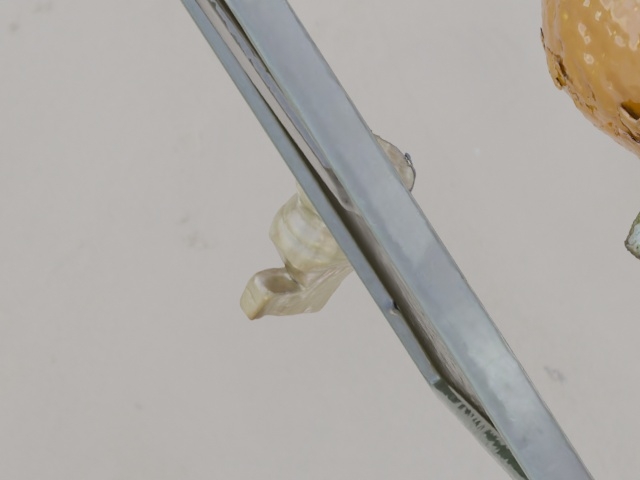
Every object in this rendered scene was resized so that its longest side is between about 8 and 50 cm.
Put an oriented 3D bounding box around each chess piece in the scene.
[{"bbox_3d":[0.000,0.000,1.635,0.137,0.301,0.137,13,47,-14],"label":"chess piece"}]

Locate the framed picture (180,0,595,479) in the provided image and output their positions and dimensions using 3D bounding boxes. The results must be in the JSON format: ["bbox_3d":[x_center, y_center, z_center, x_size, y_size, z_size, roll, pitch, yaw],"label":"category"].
[{"bbox_3d":[-0.011,-0.050,0.506,0.020,0.240,0.324,-33,96,-2],"label":"framed picture"}]

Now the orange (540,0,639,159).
[{"bbox_3d":[0.334,-0.183,0.951,0.340,0.341,0.293,42,119,31],"label":"orange"}]

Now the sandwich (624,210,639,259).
[{"bbox_3d":[0.508,-0.027,1.535,0.273,0.095,0.249,42,120,43],"label":"sandwich"}]
